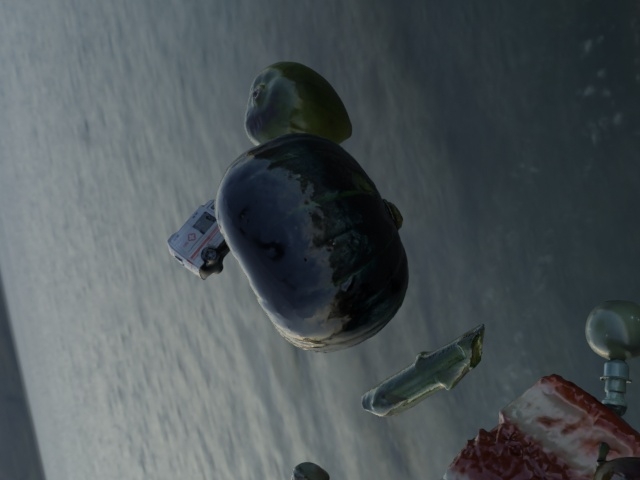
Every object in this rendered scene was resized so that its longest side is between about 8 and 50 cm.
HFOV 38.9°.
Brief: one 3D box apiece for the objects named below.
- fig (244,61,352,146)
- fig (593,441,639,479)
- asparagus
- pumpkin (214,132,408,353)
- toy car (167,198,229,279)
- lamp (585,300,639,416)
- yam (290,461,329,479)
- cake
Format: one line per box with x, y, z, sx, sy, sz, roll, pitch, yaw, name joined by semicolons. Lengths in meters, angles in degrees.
-0.042;-0.263;1.906;0.203;0.225;0.203;-40;41;47;fig
0.264;0.216;0.782;0.125;0.089;0.088;-141;42;-62;fig
0.202;0.245;1.668;0.085;0.082;0.343;50;130;-1;asparagus
0.000;0.000;1.259;0.315;0.238;0.315;60;172;14;pumpkin
-0.204;-0.027;1.801;0.108;0.209;0.089;36;165;15;toy car
0.416;0.168;1.273;0.091;0.091;0.163;142;139;-68;lamp
-0.038;0.547;1.619;0.081;0.081;0.356;-133;47;-55;yam
0.319;0.379;1.149;0.269;0.319;0.270;44;175;-31;cake
